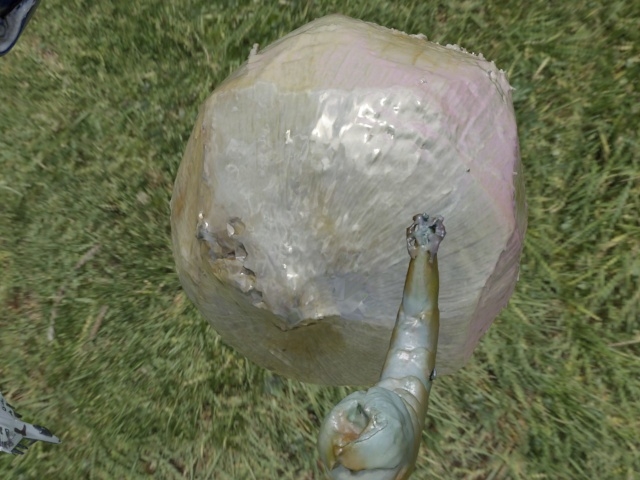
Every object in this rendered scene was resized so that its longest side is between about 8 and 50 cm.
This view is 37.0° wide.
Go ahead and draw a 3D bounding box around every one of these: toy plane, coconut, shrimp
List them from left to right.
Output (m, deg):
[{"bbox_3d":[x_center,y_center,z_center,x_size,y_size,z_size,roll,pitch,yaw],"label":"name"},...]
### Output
[{"bbox_3d":[-0.607,0.368,1.883,0.082,0.234,0.160,-31,47,2],"label":"toy plane"},{"bbox_3d":[0.026,-0.026,0.999,0.405,0.404,0.404,0,88,-6],"label":"coconut"},{"bbox_3d":[0.047,0.062,0.552,0.049,0.161,0.166,12,88,17],"label":"shrimp"}]

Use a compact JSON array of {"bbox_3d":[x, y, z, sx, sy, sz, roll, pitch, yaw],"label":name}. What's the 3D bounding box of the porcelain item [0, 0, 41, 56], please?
[{"bbox_3d":[-0.359,-0.241,0.744,0.288,0.138,0.186,22,86,-23],"label":"porcelain item"}]
